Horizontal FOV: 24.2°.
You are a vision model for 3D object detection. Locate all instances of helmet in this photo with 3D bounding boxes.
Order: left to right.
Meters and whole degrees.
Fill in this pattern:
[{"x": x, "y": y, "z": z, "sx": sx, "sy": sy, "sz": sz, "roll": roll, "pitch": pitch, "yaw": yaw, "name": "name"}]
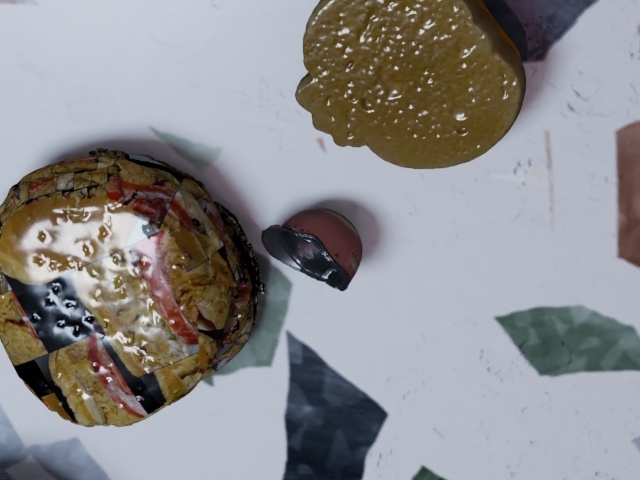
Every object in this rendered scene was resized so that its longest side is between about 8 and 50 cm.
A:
[{"x": 0.000, "y": -0.001, "z": 1.175, "sx": 0.084, "sy": 0.049, "sz": 0.065, "roll": 26, "pitch": 156, "yaw": 23, "name": "helmet"}]

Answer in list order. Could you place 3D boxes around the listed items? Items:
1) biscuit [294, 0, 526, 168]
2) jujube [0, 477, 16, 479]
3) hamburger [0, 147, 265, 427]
[{"x": 0.062, "y": -0.128, "z": 1.100, "sx": 0.170, "sy": 0.050, "sz": 0.170, "roll": 7, "pitch": 126, "yaw": 10, "name": "biscuit"}, {"x": -0.330, "y": 0.345, "z": 1.317, "sx": 0.226, "sy": 0.226, "sz": 0.317, "roll": 37, "pitch": 118, "yaw": -11, "name": "jujube"}, {"x": -0.161, "y": 0.037, "z": 1.192, "sx": 0.231, "sy": 0.107, "sz": 0.231, "roll": 6, "pitch": 115, "yaw": 13, "name": "hamburger"}]
